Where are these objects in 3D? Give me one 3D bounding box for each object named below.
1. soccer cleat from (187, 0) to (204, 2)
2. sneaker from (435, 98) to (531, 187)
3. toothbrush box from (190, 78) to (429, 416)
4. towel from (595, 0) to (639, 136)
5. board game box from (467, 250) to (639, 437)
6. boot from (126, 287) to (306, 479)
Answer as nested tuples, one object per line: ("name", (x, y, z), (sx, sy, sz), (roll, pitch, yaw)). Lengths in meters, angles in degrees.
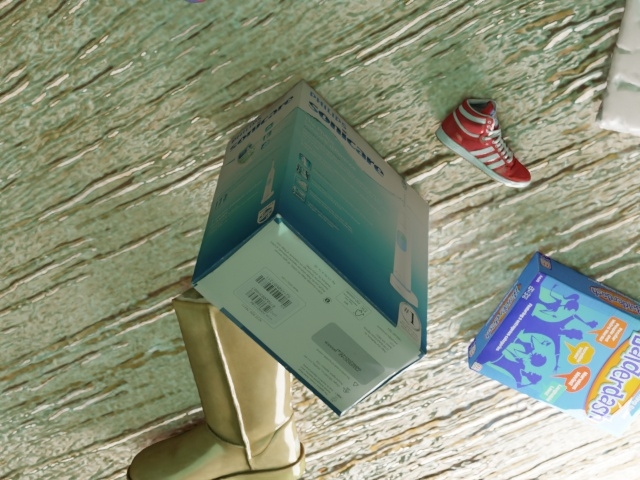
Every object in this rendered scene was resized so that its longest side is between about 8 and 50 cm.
("soccer cleat", (-0.202, -0.333, 1.544), (0.095, 0.083, 0.248), (-18, 125, 43))
("sneaker", (0.190, -0.108, 1.662), (0.118, 0.042, 0.067), (30, 123, -11))
("toothbrush box", (0.000, 0.000, 1.596), (0.126, 0.295, 0.216), (-37, 113, 25))
("towel", (0.465, -0.208, 1.525), (0.332, 0.053, 0.317), (15, 129, 12))
("board game box", (0.302, 0.124, 1.793), (0.210, 0.047, 0.160), (24, 120, -11))
("boot", (-0.140, 0.175, 1.843), (0.236, 0.089, 0.269), (-10, 121, -1))
